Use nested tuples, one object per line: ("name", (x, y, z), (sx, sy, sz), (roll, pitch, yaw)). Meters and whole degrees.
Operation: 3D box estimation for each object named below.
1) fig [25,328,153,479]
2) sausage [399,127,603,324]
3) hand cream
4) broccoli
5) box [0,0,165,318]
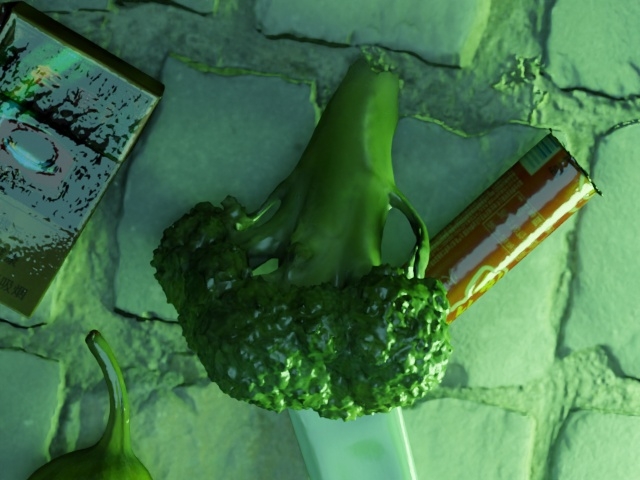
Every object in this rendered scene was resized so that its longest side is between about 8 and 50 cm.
("fig", (-0.207, 0.208, 1.652), (0.149, 0.149, 0.245), (12, 83, -7))
("sausage", (0.136, 0.013, 1.636), (0.264, 0.083, 0.083), (-42, 103, 9))
("hand cream", (0.051, 0.258, 1.700), (0.109, 0.067, 0.321), (-15, 99, 1))
("broccoli", (-0.015, 0.031, 1.584), (0.254, 0.302, 0.186), (-17, 134, 11))
("box", (-0.264, -0.072, 1.587), (0.159, 0.071, 0.240), (30, 101, -7))
